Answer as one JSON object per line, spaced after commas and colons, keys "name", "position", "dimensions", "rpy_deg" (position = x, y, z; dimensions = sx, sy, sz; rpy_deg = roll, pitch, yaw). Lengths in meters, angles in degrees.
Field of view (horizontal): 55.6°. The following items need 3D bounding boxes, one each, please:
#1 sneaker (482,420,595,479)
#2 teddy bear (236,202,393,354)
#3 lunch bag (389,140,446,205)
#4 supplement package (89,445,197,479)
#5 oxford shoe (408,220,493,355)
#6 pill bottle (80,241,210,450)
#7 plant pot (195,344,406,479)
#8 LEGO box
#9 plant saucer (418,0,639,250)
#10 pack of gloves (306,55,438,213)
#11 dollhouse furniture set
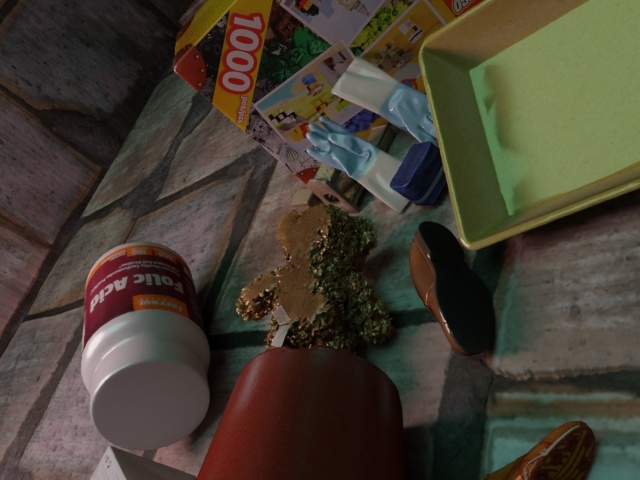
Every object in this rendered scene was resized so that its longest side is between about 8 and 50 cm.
{"name": "sneaker", "position": [0.185, 0.232, 0.574], "dimensions": [0.175, 0.064, 0.067], "rpy_deg": [-46, 21, 3]}
{"name": "teddy bear", "position": [-0.010, 0.111, 0.884], "dimensions": [0.245, 0.113, 0.338], "rpy_deg": [-25, 47, 20]}
{"name": "lunch bag", "position": [0.164, -0.105, 0.948], "dimensions": [0.098, 0.065, 0.067], "rpy_deg": [-59, 20, -6]}
{"name": "supplement package", "position": [-0.242, 0.402, 0.723], "dimensions": [0.133, 0.139, 0.244], "rpy_deg": [12, 72, 60]}
{"name": "oxford shoe", "position": [0.162, 0.071, 0.783], "dimensions": [0.212, 0.076, 0.076], "rpy_deg": [-99, 25, -48]}
{"name": "pill bottle", "position": [-0.328, 0.181, 1.136], "dimensions": [0.224, 0.224, 0.392], "rpy_deg": [-47, 31, 7]}
{"name": "plant pot", "position": [-0.020, 0.270, 0.630], "dimensions": [0.272, 0.272, 0.265], "rpy_deg": [-31, 29, 30]}
{"name": "LEGO box", "position": [0.032, -0.400, 1.130], "dimensions": [0.500, 0.372, 0.193], "rpy_deg": [-40, 33, 19]}
{"name": "plant saucer", "position": [0.305, -0.183, 0.754], "dimensions": [0.332, 0.081, 0.333], "rpy_deg": [-25, 62, 36]}
{"name": "pack of gloves", "position": [0.102, -0.180, 1.043], "dimensions": [0.232, 0.046, 0.195], "rpy_deg": [35, 88, 19]}
{"name": "dollhouse furniture set", "position": [0.022, -0.150, 1.143], "dimensions": [0.160, 0.101, 0.182], "rpy_deg": [-2, 56, 51]}
